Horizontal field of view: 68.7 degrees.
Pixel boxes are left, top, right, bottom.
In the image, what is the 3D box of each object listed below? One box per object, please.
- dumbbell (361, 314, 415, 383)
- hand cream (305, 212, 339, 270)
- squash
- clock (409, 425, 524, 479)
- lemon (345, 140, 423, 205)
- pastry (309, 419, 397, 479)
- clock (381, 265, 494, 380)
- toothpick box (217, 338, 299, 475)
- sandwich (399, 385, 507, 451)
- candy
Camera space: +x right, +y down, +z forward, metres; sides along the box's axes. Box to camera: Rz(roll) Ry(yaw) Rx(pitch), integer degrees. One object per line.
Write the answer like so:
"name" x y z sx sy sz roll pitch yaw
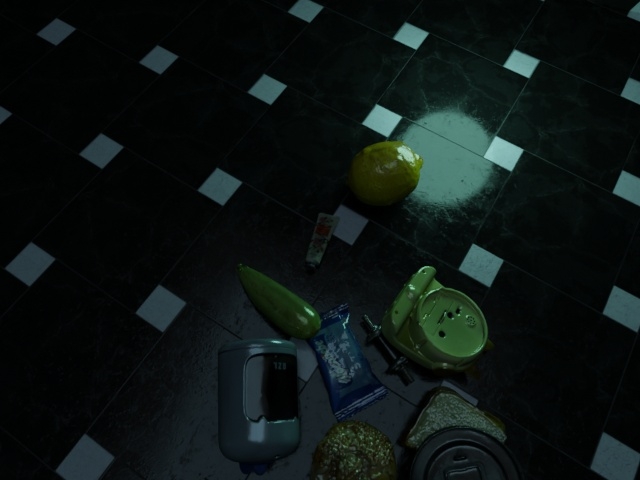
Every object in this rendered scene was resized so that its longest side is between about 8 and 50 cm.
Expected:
"dumbbell" 0.214 0.344 1.495 0.082 0.081 0.254 -32 72 -14
"hand cream" 0.000 0.000 1.668 0.080 0.050 0.234 14 60 9
"squash" -0.152 0.198 1.530 0.371 0.118 0.118 32 69 25
"clock" 0.396 0.670 1.286 0.313 0.061 0.312 -1 78 6
"lemon" 0.230 -0.240 1.680 0.288 0.233 0.233 -20 67 2
"pastry" 0.092 0.664 1.307 0.255 0.162 0.310 7 67 0
"clock" 0.390 0.273 1.477 0.348 0.117 0.286 36 55 8
"toothpick box" -0.185 0.482 1.354 0.263 0.263 0.354 -4 67 -3
"sandwich" 0.397 0.578 1.387 0.251 0.087 0.226 32 81 12
"candy" 0.071 0.376 1.483 0.187 0.077 0.331 -25 66 -5
